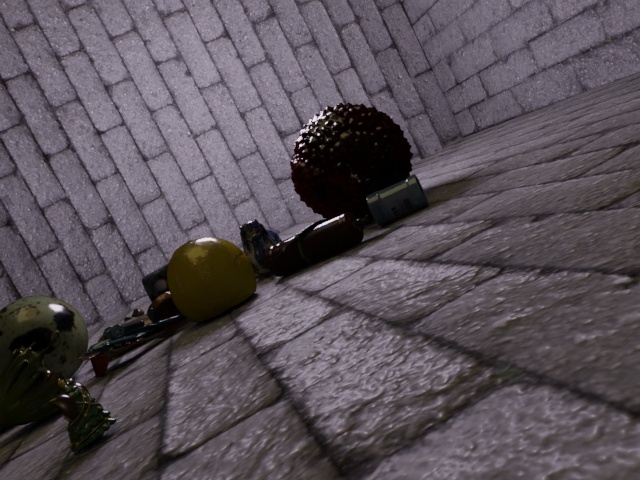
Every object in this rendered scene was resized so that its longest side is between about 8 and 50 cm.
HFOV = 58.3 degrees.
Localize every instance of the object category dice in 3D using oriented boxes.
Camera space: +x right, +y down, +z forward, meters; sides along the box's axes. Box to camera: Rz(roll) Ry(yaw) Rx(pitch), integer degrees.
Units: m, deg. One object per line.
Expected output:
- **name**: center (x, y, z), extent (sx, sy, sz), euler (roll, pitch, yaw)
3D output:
- **dice**: center (-0.489, 0.162, 1.952), extent (0.182, 0.183, 0.181), euler (-29, 8, -11)

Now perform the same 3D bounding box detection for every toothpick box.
- **toothpick box**: center (0.222, -0.115, 1.657), extent (0.153, 0.101, 0.101), euler (-23, 7, 16)

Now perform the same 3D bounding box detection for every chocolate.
- **chocolate**: center (-0.586, 0.285, 1.780), extent (0.261, 0.083, 0.161), euler (-28, 4, -3)

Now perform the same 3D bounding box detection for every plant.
- **plant**: center (-0.702, 0.365, 1.243), extent (0.333, 0.180, 0.251), euler (-36, 0, -39)

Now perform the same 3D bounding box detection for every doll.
- **doll**: center (-0.365, 0.263, 0.893), extent (0.077, 0.113, 0.078), euler (-12, 8, 5)

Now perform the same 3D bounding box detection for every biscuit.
- **biscuit**: center (-0.395, 0.157, 1.755), extent (0.302, 0.049, 0.196), euler (-30, -33, -34)

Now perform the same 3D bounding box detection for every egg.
- **egg**: center (-0.859, 0.313, 1.722), extent (0.379, 0.287, 0.288), euler (-15, 12, 47)

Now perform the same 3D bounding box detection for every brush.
- **brush**: center (-0.682, 0.300, 2.167), extent (0.084, 0.071, 0.301), euler (-43, 13, -27)

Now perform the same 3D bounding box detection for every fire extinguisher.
- **fire extinguisher**: center (0.000, 0.000, 1.589), extent (0.341, 0.105, 0.141), euler (-25, 2, 24)

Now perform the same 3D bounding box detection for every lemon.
- **lemon**: center (-0.308, 0.095, 1.578), extent (0.240, 0.219, 0.240), euler (-28, 2, 1)

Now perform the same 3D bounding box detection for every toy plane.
- **toy plane**: center (-0.504, 0.256, 1.568), extent (0.326, 0.104, 0.223), euler (-30, 6, -33)

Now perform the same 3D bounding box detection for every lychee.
- **lychee**: center (0.103, -0.253, 1.945), extent (0.425, 0.424, 0.500), euler (-25, 21, 13)

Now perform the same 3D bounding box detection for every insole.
- **insole**: center (0.152, -0.011, 1.526), extent (0.153, 0.002, 0.053), euler (-25, 6, 13)

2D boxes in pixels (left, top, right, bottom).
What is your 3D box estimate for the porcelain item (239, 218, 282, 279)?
- **porcelain item**: center (-0.203, 0.021, 1.925), extent (0.138, 0.186, 0.288), euler (-28, 5, 1)
